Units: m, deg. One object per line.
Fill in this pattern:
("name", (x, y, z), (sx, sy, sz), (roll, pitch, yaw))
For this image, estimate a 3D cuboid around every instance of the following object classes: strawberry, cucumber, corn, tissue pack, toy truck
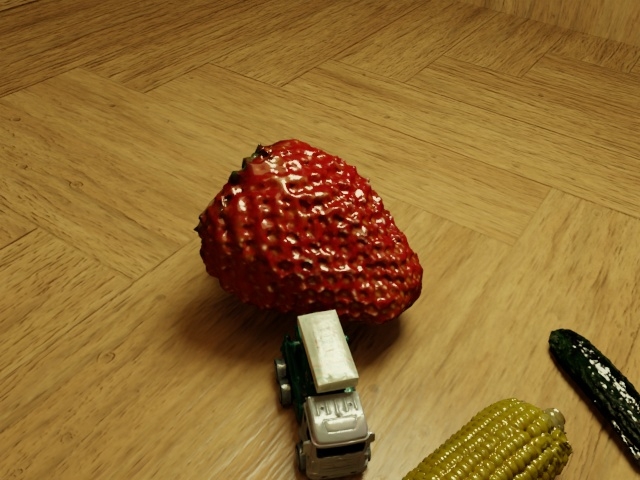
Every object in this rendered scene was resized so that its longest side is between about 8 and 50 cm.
("strawberry", (0.000, 0.000, 0.955), (0.351, 0.267, 0.312), (26, 12, 5))
("cucumber", (0.411, 0.211, 0.877), (0.067, 0.067, 0.245), (-11, 44, -17))
("corn", (0.180, 0.292, 0.724), (0.321, 0.119, 0.119), (-28, 49, -29))
("tissue pack", (0.009, 0.141, 0.782), (0.056, 0.023, 0.108), (-8, 48, -15))
("toy truck", (0.003, 0.198, 0.819), (0.110, 0.116, 0.216), (-5, 41, -11))
